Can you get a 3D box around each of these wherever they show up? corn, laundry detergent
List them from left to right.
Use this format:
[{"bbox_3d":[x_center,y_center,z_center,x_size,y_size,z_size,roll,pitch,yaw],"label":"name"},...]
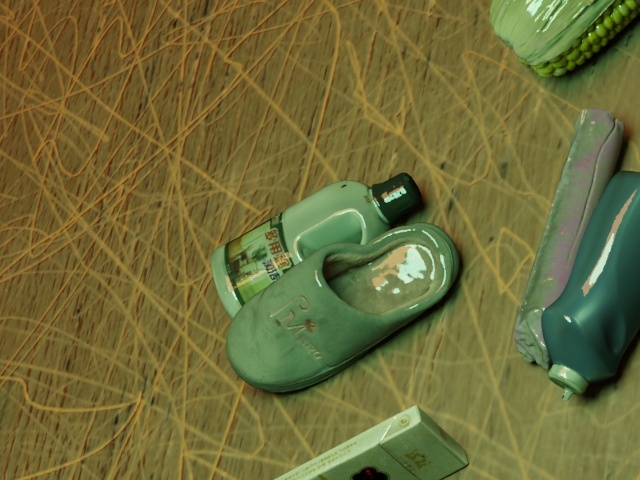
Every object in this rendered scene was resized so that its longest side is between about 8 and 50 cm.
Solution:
[{"bbox_3d":[0.000,0.000,1.930,0.225,0.070,0.099,-28,46,16],"label":"laundry detergent"},{"bbox_3d":[0.253,0.045,1.692,0.061,0.096,0.206,16,74,49],"label":"laundry detergent"},{"bbox_3d":[0.294,-0.291,1.880,0.305,0.123,0.122,-45,47,0],"label":"corn"}]

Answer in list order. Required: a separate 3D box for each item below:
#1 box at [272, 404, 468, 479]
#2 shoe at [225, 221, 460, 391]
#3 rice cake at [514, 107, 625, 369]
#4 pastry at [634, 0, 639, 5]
[{"bbox_3d":[0.039,0.211,1.732,0.167,0.090,0.024,-29,46,17],"label":"box"},{"bbox_3d":[0.013,0.059,1.840,0.251,0.100,0.103,-30,71,10],"label":"shoe"},{"bbox_3d":[0.230,-0.007,1.773,0.049,0.055,0.270,3,60,33],"label":"rice cake"},{"bbox_3d":[0.383,-0.285,1.712,0.275,0.275,0.193,-21,27,24],"label":"pastry"}]
